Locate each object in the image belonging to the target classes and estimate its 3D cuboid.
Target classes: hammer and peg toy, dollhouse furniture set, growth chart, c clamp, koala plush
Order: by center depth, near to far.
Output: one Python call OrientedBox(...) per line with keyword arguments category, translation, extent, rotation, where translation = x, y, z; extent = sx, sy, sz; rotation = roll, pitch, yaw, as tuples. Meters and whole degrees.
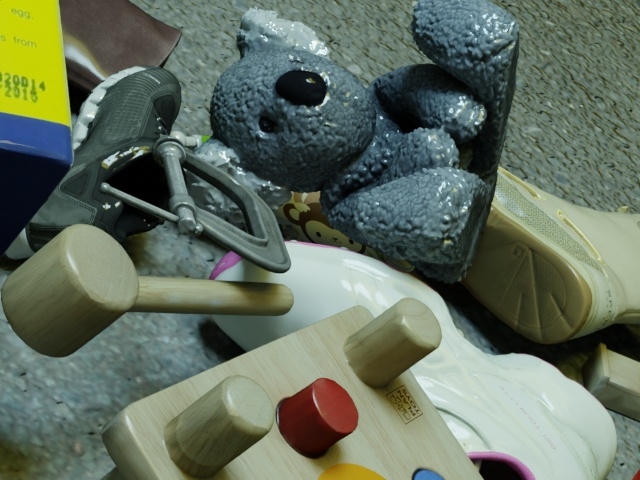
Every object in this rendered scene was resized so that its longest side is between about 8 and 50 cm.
OrientedBox(category="hammer and peg toy", translation=(-0.001, 0.123, 0.975), extent=(0.361, 0.127, 0.266), rotation=(57, 33, 10))
OrientedBox(category="c clamp", translation=(-0.076, -0.029, 1.103), extent=(0.137, 0.022, 0.161), rotation=(30, 14, -14))
OrientedBox(category="koala plush", translation=(0.017, -0.074, 1.249), extent=(0.221, 0.203, 0.196), rotation=(13, 74, 10))
OrientedBox(category="dollhouse furniture set", translation=(0.310, 0.145, 1.307), extent=(0.182, 0.101, 0.161), rotation=(22, 34, -13))
OrientedBox(category="growth chart", translation=(0.000, 0.000, 1.325), extent=(0.172, 0.021, 0.237), rotation=(-4, 49, -41))

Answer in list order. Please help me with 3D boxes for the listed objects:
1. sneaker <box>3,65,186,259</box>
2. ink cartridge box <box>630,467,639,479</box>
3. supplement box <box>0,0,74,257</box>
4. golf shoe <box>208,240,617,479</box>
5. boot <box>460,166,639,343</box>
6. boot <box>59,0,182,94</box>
OrientedBox(category="sneaker", translation=(-0.132, -0.053, 1.208), extent=(0.106, 0.078, 0.234), rotation=(6, 31, 20))
OrientedBox(category="ink cartridge box", translation=(0.243, 0.264, 1.016), extent=(0.232, 0.189, 0.066), rotation=(32, 28, 2))
OrientedBox(category="supplement box", translation=(-0.290, -0.161, 1.062), extent=(0.194, 0.195, 0.356), rotation=(9, 57, -31))
OrientedBox(category="golf shoe", translation=(0.054, 0.107, 1.147), extent=(0.306, 0.115, 0.140), rotation=(28, 40, 1))
OrientedBox(category="boot", translation=(0.175, -0.011, 1.418), extent=(0.203, 0.095, 0.262), rotation=(1, 33, -47))
OrientedBox(category="boot", translation=(-0.229, -0.163, 1.294), extent=(0.207, 0.090, 0.248), rotation=(35, 36, 1))
